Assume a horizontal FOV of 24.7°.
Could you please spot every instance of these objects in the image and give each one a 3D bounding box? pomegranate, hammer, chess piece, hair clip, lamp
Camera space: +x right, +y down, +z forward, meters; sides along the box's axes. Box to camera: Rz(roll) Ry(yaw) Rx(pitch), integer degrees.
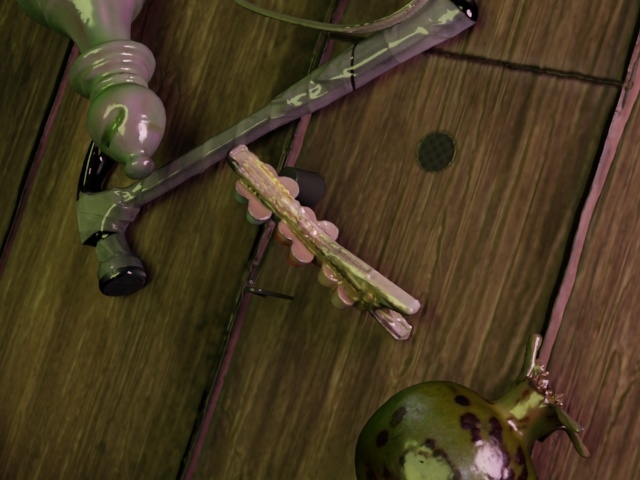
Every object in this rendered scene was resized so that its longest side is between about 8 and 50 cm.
[{"bbox_3d":[0.112,0.166,1.095,0.169,0.148,0.149,-19,64,-10],"label":"pomegranate"},{"bbox_3d":[-0.044,-0.101,1.304,0.426,0.044,0.152,-26,64,19],"label":"hammer"},{"bbox_3d":[-0.195,-0.169,1.335,0.139,0.139,0.272,-30,58,19],"label":"chess piece"},{"bbox_3d":[-0.002,0.004,1.216,0.214,0.062,0.056,41,138,13],"label":"hair clip"},{"bbox_3d":[-0.033,-0.009,1.261,0.041,0.054,0.121,9,80,31],"label":"lamp"}]

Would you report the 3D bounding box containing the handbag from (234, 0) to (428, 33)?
[{"bbox_3d":[0.014,-0.287,1.297,0.256,0.079,0.219,11,80,31],"label":"handbag"}]
